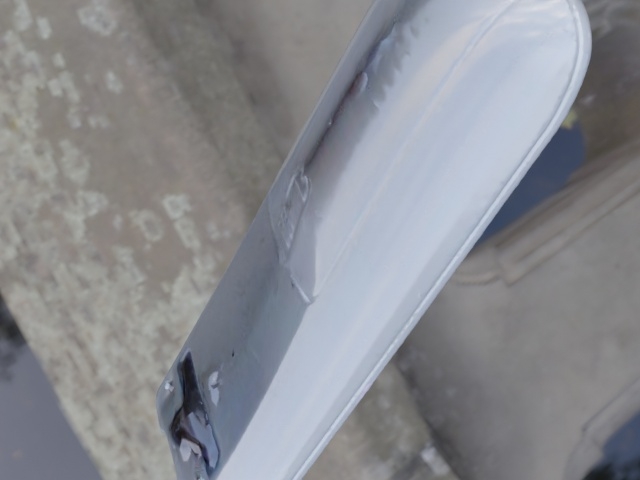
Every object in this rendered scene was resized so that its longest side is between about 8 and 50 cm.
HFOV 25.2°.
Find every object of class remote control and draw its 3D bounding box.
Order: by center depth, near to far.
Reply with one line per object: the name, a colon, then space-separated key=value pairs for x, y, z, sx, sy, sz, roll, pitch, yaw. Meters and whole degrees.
remote control: x=0.000 y=0.000 z=0.595 sx=0.313 sy=0.055 sz=0.109 roll=-57 pitch=37 yaw=31
